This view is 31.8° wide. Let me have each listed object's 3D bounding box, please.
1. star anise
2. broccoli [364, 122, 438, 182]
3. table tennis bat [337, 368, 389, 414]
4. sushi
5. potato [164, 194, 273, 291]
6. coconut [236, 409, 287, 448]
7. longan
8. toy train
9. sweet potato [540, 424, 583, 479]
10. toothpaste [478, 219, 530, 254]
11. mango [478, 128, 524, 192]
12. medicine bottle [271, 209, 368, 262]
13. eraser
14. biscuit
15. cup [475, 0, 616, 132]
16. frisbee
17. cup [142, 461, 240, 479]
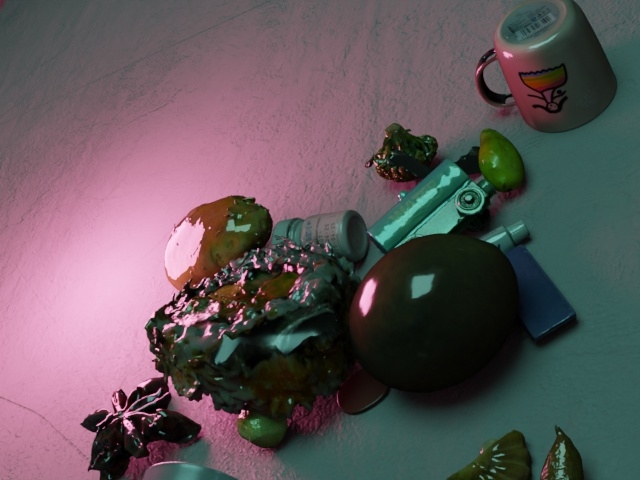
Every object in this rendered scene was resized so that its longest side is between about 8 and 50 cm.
[{"bbox_3d":[-0.351,0.349,2.088,0.212,0.129,0.282,-37,29,-10],"label":"star anise"},{"bbox_3d":[0.163,-0.173,2.226,0.130,0.120,0.131,-35,34,-19],"label":"broccoli"},{"bbox_3d":[0.097,0.243,1.941,0.156,0.013,0.087,-36,36,4],"label":"table tennis bat"},{"bbox_3d":[-0.111,0.150,2.017,0.417,0.176,0.417,-13,27,7],"label":"sushi"},{"bbox_3d":[-0.209,0.001,2.275,0.296,0.141,0.192,-23,40,41],"label":"potato"},{"bbox_3d":[-0.097,0.319,1.956,0.088,0.096,0.088,-3,86,53],"label":"coconut"},{"bbox_3d":[0.184,0.117,1.830,0.300,0.300,0.243,-23,83,17],"label":"longan"},{"bbox_3d":[0.198,-0.040,2.057,0.248,0.101,0.159,-43,60,-6],"label":"toy train"},{"bbox_3d":[0.339,0.378,1.590,0.068,0.068,0.226,-1,69,36],"label":"sweet potato"},{"bbox_3d":[0.235,0.052,1.992,0.296,0.075,0.048,-31,20,3],"label":"toothpaste"},{"bbox_3d":[0.336,-0.156,2.105,0.074,0.091,0.165,-33,38,22],"label":"mango"},{"bbox_3d":[0.000,0.000,2.186,0.168,0.105,0.105,-7,47,31],"label":"medicine bottle"},{"bbox_3d":[0.349,0.085,1.890,0.082,0.036,0.225,-33,38,4],"label":"eraser"},{"bbox_3d":[0.240,0.358,1.678,0.183,0.061,0.118,-36,40,0],"label":"biscuit"},{"bbox_3d":[0.410,-0.337,2.143,0.252,0.200,0.191,-10,45,30],"label":"cup"},{"bbox_3d":[0.216,-0.125,2.148,0.187,0.012,0.211,30,65,10],"label":"frisbee"},{"bbox_3d":[-0.225,0.524,1.742,0.205,0.205,0.312,-7,47,31],"label":"cup"}]
